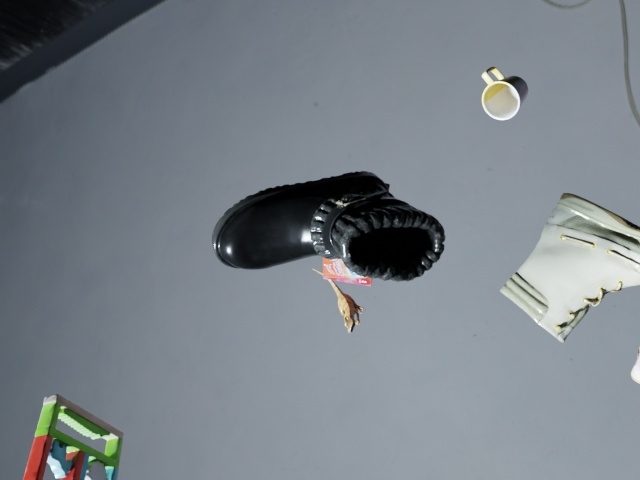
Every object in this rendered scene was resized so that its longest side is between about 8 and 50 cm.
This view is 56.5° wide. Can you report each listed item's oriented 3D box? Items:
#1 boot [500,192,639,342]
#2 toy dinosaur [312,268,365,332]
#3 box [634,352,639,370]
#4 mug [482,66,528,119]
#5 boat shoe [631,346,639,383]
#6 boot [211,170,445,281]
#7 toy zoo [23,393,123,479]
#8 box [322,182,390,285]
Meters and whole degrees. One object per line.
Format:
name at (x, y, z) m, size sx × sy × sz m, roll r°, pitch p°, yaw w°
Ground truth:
boot at (0.346, 0.060, 0.722) m, size 0.213 × 0.077 × 0.165 m, roll 37°, pitch 100°, yaw 30°
toy dinosaur at (0.062, 0.153, 1.506) m, size 0.064 × 0.112 × 0.211 m, roll -32°, pitch 42°, yaw 0°
box at (0.670, 0.109, 0.981) m, size 0.154 × 0.142 × 0.300 m, roll 25°, pitch 83°, yaw 5°
mug at (0.300, -0.241, 0.953) m, size 0.062 × 0.064 × 0.078 m, roll 5°, pitch 122°, yaw 42°
boat shoe at (0.660, 0.207, 1.162) m, size 0.063 × 0.059 × 0.170 m, roll 22°, pitch 49°, yaw 29°
boot at (0.000, -0.004, 0.971) m, size 0.348 × 0.131 × 0.260 m, roll -21°, pitch 29°, yaw -6°
toy zoo at (-0.413, 0.428, 0.978) m, size 0.030 × 0.192 × 0.293 m, roll -16°, pitch 48°, yaw 14°
box at (0.092, -0.025, 1.509) m, size 0.128 × 0.123 × 0.257 m, roll 9°, pitch 52°, yaw 9°
